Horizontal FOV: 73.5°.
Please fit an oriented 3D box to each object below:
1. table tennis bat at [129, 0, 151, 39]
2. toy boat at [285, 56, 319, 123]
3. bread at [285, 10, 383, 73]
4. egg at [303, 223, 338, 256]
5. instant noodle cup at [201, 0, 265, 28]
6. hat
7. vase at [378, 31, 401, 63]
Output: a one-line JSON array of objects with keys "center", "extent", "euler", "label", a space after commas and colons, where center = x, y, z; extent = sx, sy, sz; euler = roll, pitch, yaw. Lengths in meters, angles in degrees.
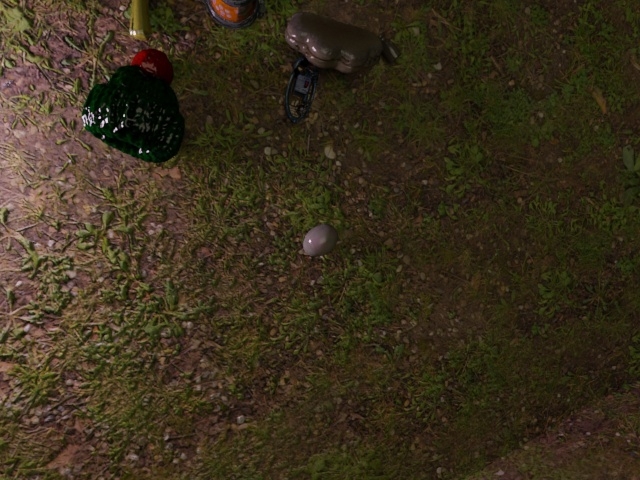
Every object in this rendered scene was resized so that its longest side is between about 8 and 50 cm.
[{"center": [-0.549, -0.797, 1.306], "extent": [0.224, 0.054, 0.368], "euler": [-3, 92, -16], "label": "table tennis bat"}, {"center": [-0.063, -0.502, 1.445], "extent": [0.100, 0.097, 0.223], "euler": [13, 91, -14], "label": "toy boat"}, {"center": [0.051, -0.639, 1.425], "extent": [0.338, 0.102, 0.183], "euler": [6, 59, -16], "label": "bread"}, {"center": [0.000, 0.000, 1.507], "extent": [0.135, 0.103, 0.103], "euler": [-38, 104, -8], "label": "egg"}, {"center": [-0.270, -0.778, 1.343], "extent": [0.208, 0.125, 0.177], "euler": [-11, 98, -15], "label": "instant noodle cup"}, {"center": [-0.517, -0.420, 1.266], "extent": [0.274, 0.242, 0.332], "euler": [22, 76, -29], "label": "hat"}, {"center": [0.239, -0.690, 1.534], "extent": [0.053, 0.053, 0.100], "euler": [-42, 99, -8], "label": "vase"}]
